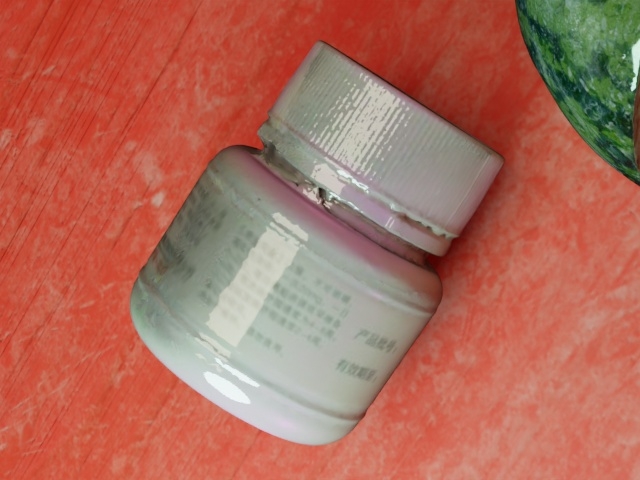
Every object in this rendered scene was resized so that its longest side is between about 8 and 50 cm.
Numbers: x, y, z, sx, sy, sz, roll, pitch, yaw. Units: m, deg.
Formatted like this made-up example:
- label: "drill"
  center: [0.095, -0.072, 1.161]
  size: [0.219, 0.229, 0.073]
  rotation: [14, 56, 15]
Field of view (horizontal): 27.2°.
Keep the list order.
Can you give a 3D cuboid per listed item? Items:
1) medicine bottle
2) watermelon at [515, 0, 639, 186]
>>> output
- label: "medicine bottle"
  center: [0.000, 0.000, 1.174]
  size: [0.241, 0.241, 0.302]
  rotation: [37, 99, 27]
- label: "watermelon"
  center: [0.240, -0.215, 1.094]
  size: [0.260, 0.176, 0.256]
  rotation: [49, 151, 22]
